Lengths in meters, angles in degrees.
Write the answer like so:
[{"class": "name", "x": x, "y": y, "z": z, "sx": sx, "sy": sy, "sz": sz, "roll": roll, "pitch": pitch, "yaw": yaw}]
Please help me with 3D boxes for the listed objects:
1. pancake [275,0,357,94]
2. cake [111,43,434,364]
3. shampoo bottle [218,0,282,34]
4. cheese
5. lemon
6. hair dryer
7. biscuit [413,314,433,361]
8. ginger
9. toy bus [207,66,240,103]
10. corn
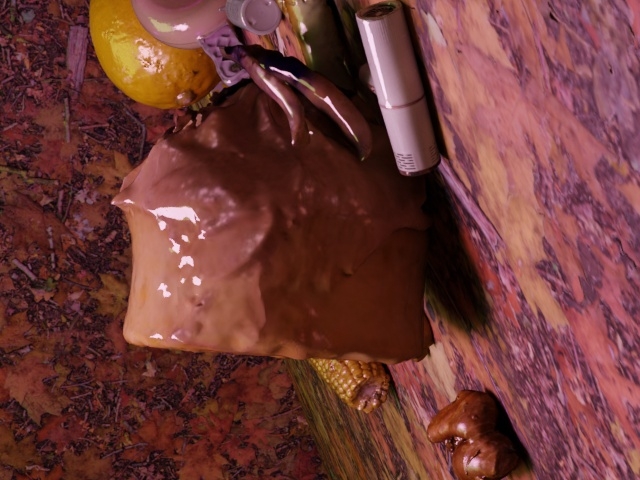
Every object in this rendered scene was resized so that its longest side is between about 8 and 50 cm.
[{"class": "pancake", "x": -0.054, "y": -0.309, "z": 1.382, "sx": 0.197, "sy": 0.054, "sz": 0.376, "roll": 85, "pitch": 162, "yaw": -68}, {"class": "cake", "x": -0.041, "y": -0.037, "z": 1.283, "sx": 0.332, "sy": 0.332, "sz": 0.321, "roll": 168, "pitch": 106, "yaw": -82}, {"class": "shampoo bottle", "x": -0.097, "y": -0.310, "z": 1.673, "sx": 0.195, "sy": 0.056, "sz": 0.056, "roll": -131, "pitch": 20, "yaw": -70}, {"class": "cheese", "x": -0.170, "y": -0.327, "z": 1.816, "sx": 0.286, "sy": 0.163, "sz": 0.082, "roll": 54, "pitch": 180, "yaw": 31}, {"class": "lemon", "x": -0.256, "y": -0.342, "z": 2.018, "sx": 0.263, "sy": 0.236, "sz": 0.236, "roll": 52, "pitch": 171, "yaw": 3}, {"class": "hair dryer", "x": 0.051, "y": -0.161, "z": 1.145, "sx": 0.183, "sy": 0.044, "sz": 0.155, "roll": -120, "pitch": 12, "yaw": -60}, {"class": "biscuit", "x": 0.087, "y": 0.075, "z": 1.587, "sx": 0.225, "sy": 0.036, "sz": 0.166, "roll": -160, "pitch": 47, "yaw": -80}, {"class": "ginger", "x": 0.160, "y": 0.217, "z": 1.343, "sx": 0.162, "sy": 0.073, "sz": 0.103, "roll": 88, "pitch": 159, "yaw": -72}, {"class": "toy bus", "x": -0.133, "y": -0.203, "z": 2.167, "sx": 0.074, "sy": 0.081, "sz": 0.226, "roll": 84, "pitch": 166, "yaw": -49}, {"class": "corn", "x": 0.021, "y": 0.168, "z": 2.052, "sx": 0.318, "sy": 0.115, "sz": 0.115, "roll": -124, "pitch": 14, "yaw": -53}]
